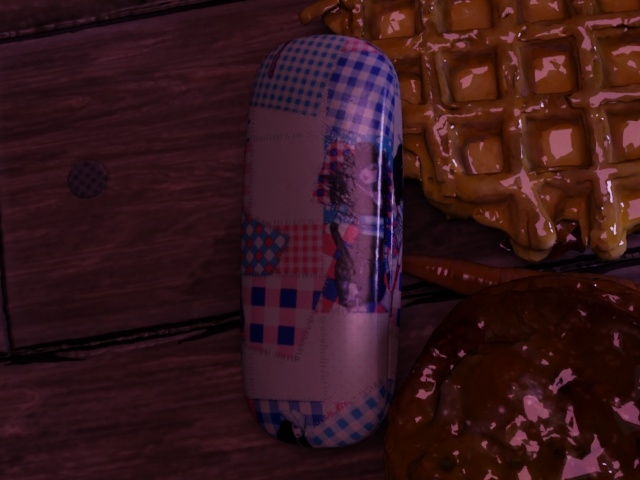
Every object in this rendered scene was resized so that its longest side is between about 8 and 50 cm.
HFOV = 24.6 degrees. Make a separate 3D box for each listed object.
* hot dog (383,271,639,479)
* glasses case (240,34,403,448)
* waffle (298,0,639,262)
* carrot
[{"bbox_3d":[0.230,0.189,1.062,0.387,0.174,0.267,32,90,13],"label":"hot dog"},{"bbox_3d":[0.000,0.000,1.163,0.125,0.076,0.327,0,87,25],"label":"glasses case"},{"bbox_3d":[0.191,-0.178,1.210,0.382,0.095,0.379,35,85,15],"label":"waffle"},{"bbox_3d":[0.157,0.038,1.181,0.216,0.048,0.048,10,77,14],"label":"carrot"}]
